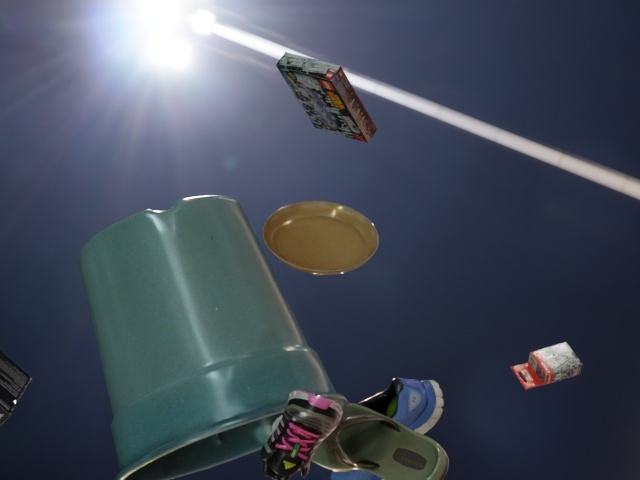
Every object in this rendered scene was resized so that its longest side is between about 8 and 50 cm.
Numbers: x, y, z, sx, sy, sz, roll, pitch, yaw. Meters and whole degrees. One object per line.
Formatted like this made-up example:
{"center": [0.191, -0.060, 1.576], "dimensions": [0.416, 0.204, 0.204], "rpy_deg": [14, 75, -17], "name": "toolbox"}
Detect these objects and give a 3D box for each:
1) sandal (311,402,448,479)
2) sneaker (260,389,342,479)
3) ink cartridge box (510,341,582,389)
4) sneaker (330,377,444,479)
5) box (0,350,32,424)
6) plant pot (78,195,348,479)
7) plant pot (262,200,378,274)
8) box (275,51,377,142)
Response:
{"center": [0.077, 0.334, 2.116], "dimensions": [0.086, 0.303, 0.120], "rpy_deg": [37, -112, -46], "name": "sandal"}
{"center": [-0.025, 0.219, 1.381], "dimensions": [0.170, 0.063, 0.074], "rpy_deg": [124, 168, -59], "name": "sneaker"}
{"center": [0.413, 0.229, 2.320], "dimensions": [0.115, 0.063, 0.029], "rpy_deg": [-13, -45, -18], "name": "ink cartridge box"}
{"center": [0.109, 0.401, 2.667], "dimensions": [0.147, 0.129, 0.330], "rpy_deg": [22, -64, -29], "name": "sneaker"}
{"center": [-0.668, 0.229, 2.289], "dimensions": [0.103, 0.261, 0.184], "rpy_deg": [-45, 10, 8], "name": "box"}
{"center": [-0.177, 0.136, 1.806], "dimensions": [0.341, 0.334, 0.341], "rpy_deg": [-20, -14, -5], "name": "plant pot"}
{"center": [0.000, 0.000, 2.579], "dimensions": [0.236, 0.236, 0.032], "rpy_deg": [-45, -31, -46], "name": "plant pot"}
{"center": [0.009, -0.187, 1.661], "dimensions": [0.027, 0.094, 0.137], "rpy_deg": [-58, -37, -18], "name": "box"}
